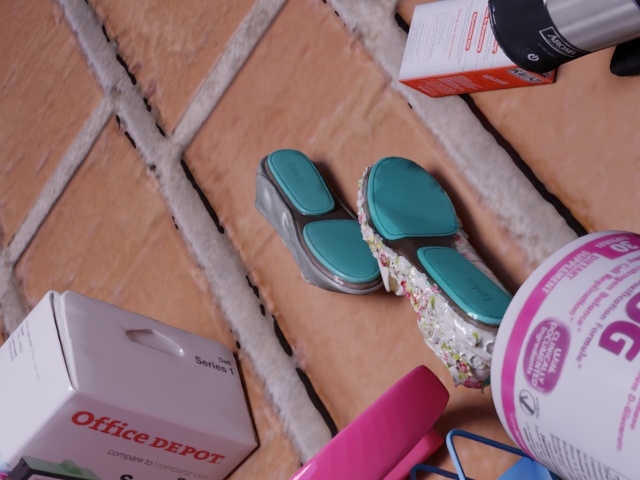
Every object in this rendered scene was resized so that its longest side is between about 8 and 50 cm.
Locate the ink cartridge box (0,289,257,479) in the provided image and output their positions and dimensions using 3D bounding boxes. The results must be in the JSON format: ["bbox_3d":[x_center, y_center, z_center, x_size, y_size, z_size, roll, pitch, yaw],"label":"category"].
[{"bbox_3d":[-0.221,0.194,1.454,0.278,0.201,0.117,-46,42,26],"label":"ink cartridge box"}]

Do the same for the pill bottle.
[{"bbox_3d":[0.242,0.107,0.950,0.283,0.160,0.160,28,95,53],"label":"pill bottle"}]

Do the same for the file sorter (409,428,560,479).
[{"bbox_3d":[0.085,0.227,1.134,0.170,0.104,0.118,-46,42,26],"label":"file sorter"}]

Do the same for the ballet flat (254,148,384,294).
[{"bbox_3d":[0.000,0.000,1.404,0.213,0.072,0.068,-122,35,-49],"label":"ballet flat"}]

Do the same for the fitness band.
[{"bbox_3d":[-0.012,0.199,1.195,0.054,0.209,0.291,47,116,11],"label":"fitness band"}]

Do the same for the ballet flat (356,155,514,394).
[{"bbox_3d":[0.081,0.027,1.266,0.241,0.091,0.077,-117,33,-51],"label":"ballet flat"}]

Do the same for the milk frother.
[{"bbox_3d":[0.210,-0.196,1.171,0.135,0.129,0.143,-13,69,52],"label":"milk frother"}]

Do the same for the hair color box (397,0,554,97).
[{"bbox_3d":[0.129,-0.159,1.326,0.141,0.043,0.072,0,72,53],"label":"hair color box"}]
